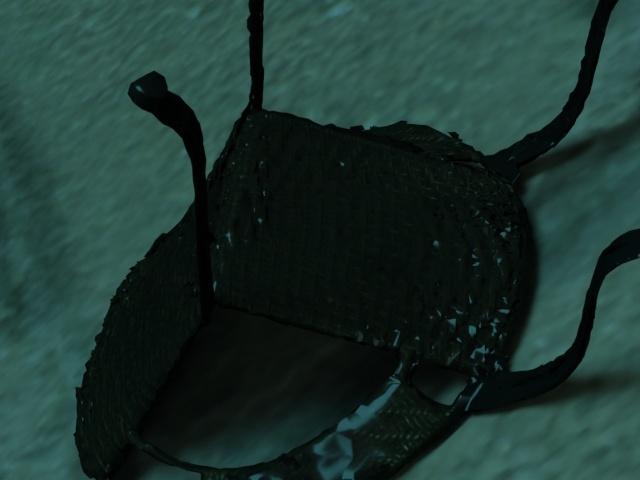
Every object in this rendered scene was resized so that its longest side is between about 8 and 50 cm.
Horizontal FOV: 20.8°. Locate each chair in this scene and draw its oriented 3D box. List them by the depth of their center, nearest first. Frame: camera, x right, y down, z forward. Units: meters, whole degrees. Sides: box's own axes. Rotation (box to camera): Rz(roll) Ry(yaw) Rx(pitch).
[{"bbox_3d":[0.000,0.000,0.564,0.213,0.149,0.174,116,168,-48],"label":"chair"}]
